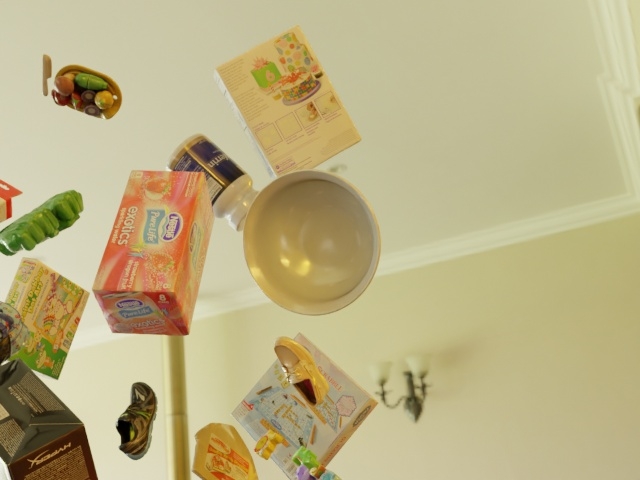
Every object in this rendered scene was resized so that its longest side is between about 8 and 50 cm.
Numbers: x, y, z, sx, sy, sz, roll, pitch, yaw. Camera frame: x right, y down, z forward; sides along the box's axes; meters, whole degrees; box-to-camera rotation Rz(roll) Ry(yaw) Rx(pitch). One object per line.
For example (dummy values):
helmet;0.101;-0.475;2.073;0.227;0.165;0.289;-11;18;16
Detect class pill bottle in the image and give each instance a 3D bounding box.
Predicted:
pill bottle;-0.280;-0.155;2.039;0.153;0.265;0.153;-47;-7;-8

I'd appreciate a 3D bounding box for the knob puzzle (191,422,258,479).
knob puzzle;-0.209;0.479;1.626;0.030;0.213;0.213;-38;-30;19

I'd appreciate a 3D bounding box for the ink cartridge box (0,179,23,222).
ink cartridge box;-1.024;-0.099;2.242;0.231;0.134;0.078;-40;-28;-50

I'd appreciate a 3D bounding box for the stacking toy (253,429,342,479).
stacking toy;-0.008;0.397;1.239;0.167;0.052;0.221;43;-19;-15

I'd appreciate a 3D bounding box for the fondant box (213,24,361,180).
fondant box;-0.083;-0.332;1.875;0.238;0.330;0.096;-30;6;-9

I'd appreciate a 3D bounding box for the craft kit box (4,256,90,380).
craft kit box;-0.703;0.202;1.884;0.061;0.249;0.246;7;-21;21

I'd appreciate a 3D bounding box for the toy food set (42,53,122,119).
toy food set;-0.624;-0.377;1.919;0.218;0.071;0.128;19;-58;-7

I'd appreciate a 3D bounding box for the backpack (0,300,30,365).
backpack;-0.707;0.189;1.584;0.158;0.173;0.117;22;-57;13

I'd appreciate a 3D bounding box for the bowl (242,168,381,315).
bowl;0.000;0.000;1.546;0.298;0.297;0.134;-15;-1;23

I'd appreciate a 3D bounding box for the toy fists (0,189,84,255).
toy fists;-0.739;-0.050;2.011;0.142;0.096;0.279;-27;14;28

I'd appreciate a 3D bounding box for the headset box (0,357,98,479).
headset box;-0.410;0.352;1.087;0.110;0.293;0.218;-25;34;-35

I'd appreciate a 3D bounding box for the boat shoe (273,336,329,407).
boat shoe;-0.042;0.269;1.519;0.063;0.059;0.170;-22;-65;36

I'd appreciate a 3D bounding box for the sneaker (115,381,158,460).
sneaker;-0.414;0.395;1.677;0.067;0.188;0.078;-27;-47;24

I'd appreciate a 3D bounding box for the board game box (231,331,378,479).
board game box;-0.050;0.480;2.138;0.318;0.319;0.066;-49;-35;-2

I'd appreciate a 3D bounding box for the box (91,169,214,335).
box;-0.304;0.019;1.418;0.154;0.300;0.142;2;-40;5
